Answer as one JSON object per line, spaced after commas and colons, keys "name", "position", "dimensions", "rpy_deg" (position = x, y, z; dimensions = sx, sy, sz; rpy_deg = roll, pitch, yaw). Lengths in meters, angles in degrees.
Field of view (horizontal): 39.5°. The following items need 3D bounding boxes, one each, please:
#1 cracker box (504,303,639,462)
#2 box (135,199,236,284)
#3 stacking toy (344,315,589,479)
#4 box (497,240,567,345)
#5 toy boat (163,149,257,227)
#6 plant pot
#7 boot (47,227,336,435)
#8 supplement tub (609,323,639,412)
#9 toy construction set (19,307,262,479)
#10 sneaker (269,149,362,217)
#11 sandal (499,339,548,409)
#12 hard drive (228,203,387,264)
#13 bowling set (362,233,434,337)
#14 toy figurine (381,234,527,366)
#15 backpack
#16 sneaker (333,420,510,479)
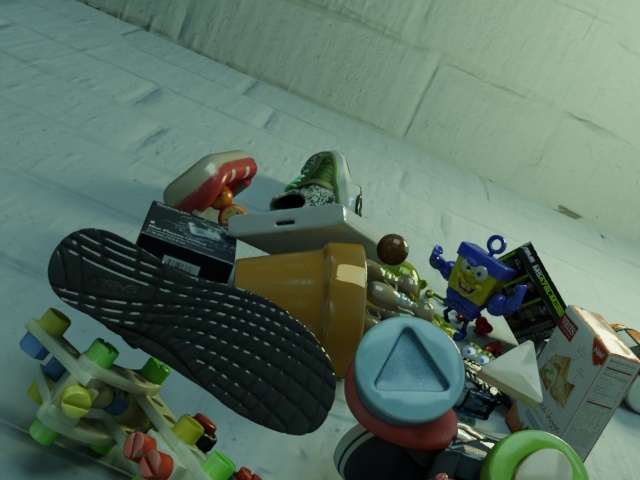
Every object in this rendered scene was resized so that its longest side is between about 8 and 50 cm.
{"name": "cracker box", "position": [0.385, 0.237, 1.382], "dimensions": [0.067, 0.232, 0.155], "rpy_deg": [19, 19, -15]}
{"name": "box", "position": [-0.224, 0.022, 1.452], "dimensions": [0.156, 0.093, 0.158], "rpy_deg": [20, 18, -11]}
{"name": "stacking toy", "position": [0.179, 0.222, 1.027], "dimensions": [0.280, 0.130, 0.308], "rpy_deg": [-7, 62, -13]}
{"name": "box", "position": [0.401, 0.109, 1.748], "dimensions": [0.045, 0.190, 0.184], "rpy_deg": [-24, 82, -17]}
{"name": "toy boat", "position": [-0.195, -0.079, 1.733], "dimensions": [0.151, 0.151, 0.231], "rpy_deg": [56, 24, 4]}
{"name": "plant pot", "position": [-0.040, 0.099, 1.341], "dimensions": [0.188, 0.205, 0.205], "rpy_deg": [5, 21, -5]}
{"name": "boot", "position": [-0.145, 0.094, 1.003], "dimensions": [0.338, 0.118, 0.223], "rpy_deg": [35, -13, -6]}
{"name": "supplement tub", "position": [0.633, 0.254, 1.809], "dimensions": [0.117, 0.117, 0.190], "rpy_deg": [18, 19, -17]}
{"name": "toy construction set", "position": [-0.184, 0.218, 0.887], "dimensions": [0.215, 0.151, 0.327], "rpy_deg": [40, 12, -43]}
{"name": "sneaker", "position": [-0.026, -0.106, 1.984], "dimensions": [0.182, 0.158, 0.410], "rpy_deg": [1, 19, -11]}
{"name": "sandal", "position": [0.358, 0.245, 1.588], "dimensions": [0.055, 0.097, 0.254], "rpy_deg": [-13, -2, 30]}
{"name": "hard drive", "position": [0.000, 0.000, 1.555], "dimensions": [0.203, 0.040, 0.307], "rpy_deg": [-6, -15, 21]}
{"name": "bowling set", "position": [0.131, 0.104, 1.506], "dimensions": [0.154, 0.199, 0.287], "rpy_deg": [23, 22, -20]}
{"name": "toy figurine", "position": [0.292, 0.071, 1.742], "dimensions": [0.362, 0.217, 0.191], "rpy_deg": [37, 23, 33]}
{"name": "backpack", "position": [0.216, 0.235, 1.414], "dimensions": [0.114, 0.084, 0.105], "rpy_deg": [26, 18, -9]}
{"name": "sneaker", "position": [0.177, 0.303, 1.128], "dimensions": [0.321, 0.126, 0.127], "rpy_deg": [12, 24, -26]}
